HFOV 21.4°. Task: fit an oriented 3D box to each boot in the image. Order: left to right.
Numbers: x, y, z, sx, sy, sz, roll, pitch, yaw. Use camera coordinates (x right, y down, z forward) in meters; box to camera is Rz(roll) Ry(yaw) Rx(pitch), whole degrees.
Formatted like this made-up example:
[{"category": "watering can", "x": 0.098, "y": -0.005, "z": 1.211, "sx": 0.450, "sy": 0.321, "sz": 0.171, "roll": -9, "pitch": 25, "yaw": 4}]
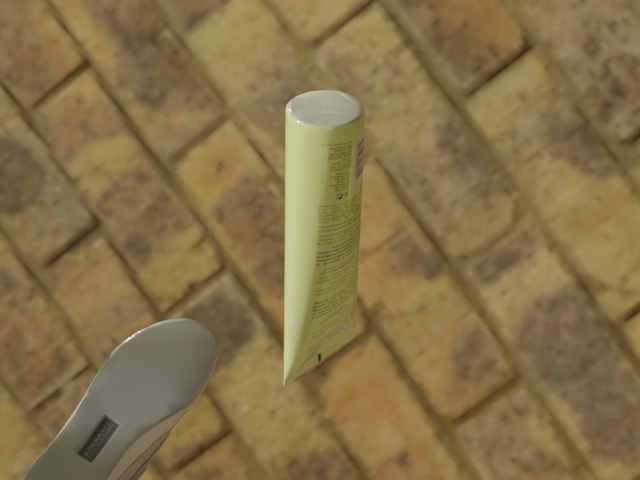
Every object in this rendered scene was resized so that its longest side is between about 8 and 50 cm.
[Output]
[{"category": "boot", "x": -0.200, "y": 0.191, "z": 1.642, "sx": 0.095, "sy": 0.258, "sz": 0.123, "roll": 39, "pitch": 156, "yaw": 9}]

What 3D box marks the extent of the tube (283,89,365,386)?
[{"category": "tube", "x": 0.000, "y": 0.000, "z": 1.339, "sx": 0.062, "sy": 0.070, "sz": 0.240, "roll": -107, "pitch": 14, "yaw": -56}]
